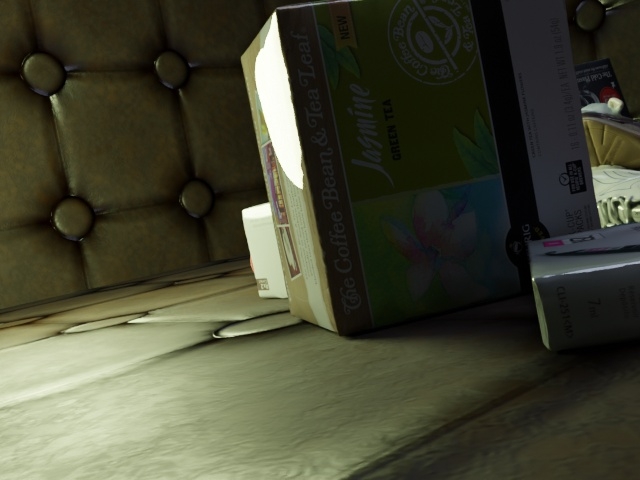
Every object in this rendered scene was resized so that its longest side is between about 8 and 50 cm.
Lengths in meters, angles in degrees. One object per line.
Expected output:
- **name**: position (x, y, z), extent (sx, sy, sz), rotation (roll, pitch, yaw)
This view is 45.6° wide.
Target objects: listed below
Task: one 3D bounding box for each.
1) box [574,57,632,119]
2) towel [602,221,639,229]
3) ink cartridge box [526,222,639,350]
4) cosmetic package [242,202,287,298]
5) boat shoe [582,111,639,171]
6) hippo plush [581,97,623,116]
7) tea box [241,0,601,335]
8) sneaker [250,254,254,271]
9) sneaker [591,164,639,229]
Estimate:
- **box**: position (0.573, -0.239, 1.837), extent (0.343, 0.313, 0.179), rotation (-18, -3, -25)
- **towel**: position (0.392, -0.003, 1.027), extent (0.067, 0.029, 0.119), rotation (-9, 3, 45)
- **ink cartridge box**: position (0.296, 0.019, 0.624), extent (0.238, 0.060, 0.275), rotation (-11, 2, 15)
- **cosmetic package**: position (0.000, 0.000, 1.221), extent (0.183, 0.152, 0.151), rotation (-13, 2, -36)
- **boat shoe**: position (0.533, -0.135, 1.212), extent (0.285, 0.103, 0.092), rotation (22, 44, 7)
- **hippo plush**: position (0.599, -0.173, 1.574), extent (0.294, 0.237, 0.234), rotation (-12, 3, -24)
- **tea box**: position (0.107, -0.094, 0.867), extent (0.323, 0.329, 0.220), rotation (-13, 3, -14)
- **sneaker**: position (0.027, 0.005, 1.464), extent (0.313, 0.116, 0.136), rotation (-9, -1, 10)
- **sneaker**: position (0.467, -0.058, 1.137), extent (0.297, 0.111, 0.129), rotation (-12, 11, 36)
